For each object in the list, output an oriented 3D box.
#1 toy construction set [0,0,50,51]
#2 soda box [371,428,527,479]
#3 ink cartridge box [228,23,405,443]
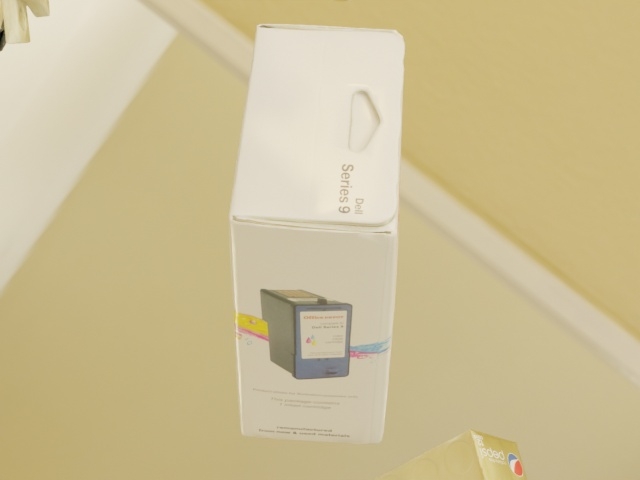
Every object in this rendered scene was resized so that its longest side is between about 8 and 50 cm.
[{"bbox_3d":[-0.341,-0.212,1.062,0.215,0.328,0.151,83,-164,-63],"label":"toy construction set"},{"bbox_3d":[0.057,0.197,0.972,0.181,0.061,0.058,-33,-34,29],"label":"soda box"},{"bbox_3d":[0.000,0.000,0.831,0.212,0.093,0.154,94,-179,-51],"label":"ink cartridge box"}]
